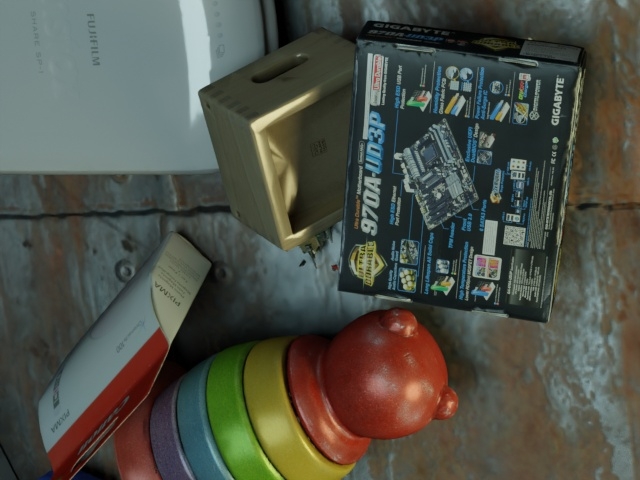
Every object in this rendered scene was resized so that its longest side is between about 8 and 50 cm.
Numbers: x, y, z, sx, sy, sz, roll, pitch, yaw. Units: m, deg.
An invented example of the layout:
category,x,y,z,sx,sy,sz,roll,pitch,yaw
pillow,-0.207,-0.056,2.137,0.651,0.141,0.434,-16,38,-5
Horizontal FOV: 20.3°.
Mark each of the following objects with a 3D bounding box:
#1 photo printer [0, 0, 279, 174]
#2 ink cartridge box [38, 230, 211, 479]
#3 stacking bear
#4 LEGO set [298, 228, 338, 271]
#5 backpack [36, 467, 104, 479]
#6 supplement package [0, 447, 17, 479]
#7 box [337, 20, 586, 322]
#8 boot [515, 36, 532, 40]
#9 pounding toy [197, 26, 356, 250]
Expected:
category,x,y,z,sx,sy,sz,roll,pitch,yaw
photo printer,-0.182,-0.181,1.551,0.308,0.107,0.256,2,106,24
ink cartridge box,-0.191,0.116,1.575,0.066,0.232,0.189,40,118,-5
stacking bear,-0.021,0.150,1.556,0.289,0.164,0.175,-25,94,24
LEGO set,0.000,0.002,1.575,0.083,0.023,0.054,39,120,-5
backpack,-0.259,0.279,1.731,0.101,0.098,0.120,22,115,18
supplement package,-0.442,0.261,1.755,0.203,0.194,0.149,-24,94,29
box,0.109,-0.052,1.405,0.175,0.051,0.220,8,114,10
boot,0.138,-0.071,1.457,0.086,0.069,0.190,1,106,19
pounding toy,0.013,-0.066,1.496,0.094,0.181,0.206,34,146,48
